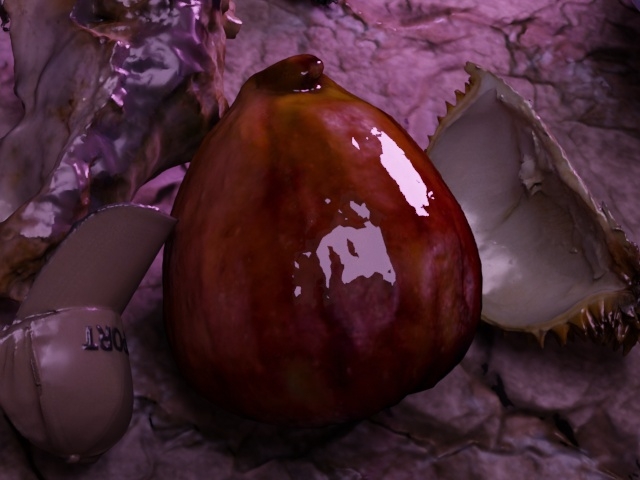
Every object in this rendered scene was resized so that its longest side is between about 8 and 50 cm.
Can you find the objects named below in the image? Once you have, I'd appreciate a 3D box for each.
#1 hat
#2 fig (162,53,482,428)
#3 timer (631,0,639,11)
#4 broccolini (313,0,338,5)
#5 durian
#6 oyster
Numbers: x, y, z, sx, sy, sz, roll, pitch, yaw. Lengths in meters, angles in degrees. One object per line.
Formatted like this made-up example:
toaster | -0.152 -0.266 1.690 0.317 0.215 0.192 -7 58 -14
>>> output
hat | -0.142 0.059 1.301 0.085 0.147 0.175 38 96 21
fig | 0.000 0.012 1.374 0.224 0.224 0.263 2 55 -15
timer | 0.419 -0.205 1.608 0.395 0.173 0.395 14 28 -8
broccolini | 0.022 -0.278 1.644 0.091 0.068 0.203 17 53 18
durian | 0.160 -0.007 1.472 0.144 0.139 0.252 -20 67 -21
oyster | -0.166 -0.103 1.432 0.197 0.133 0.337 35 66 -20
